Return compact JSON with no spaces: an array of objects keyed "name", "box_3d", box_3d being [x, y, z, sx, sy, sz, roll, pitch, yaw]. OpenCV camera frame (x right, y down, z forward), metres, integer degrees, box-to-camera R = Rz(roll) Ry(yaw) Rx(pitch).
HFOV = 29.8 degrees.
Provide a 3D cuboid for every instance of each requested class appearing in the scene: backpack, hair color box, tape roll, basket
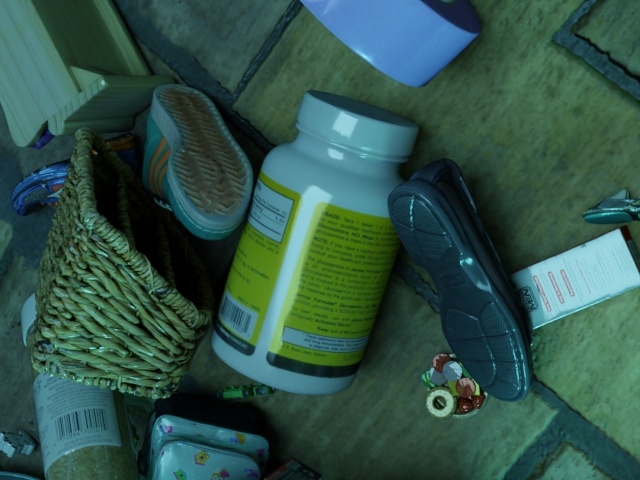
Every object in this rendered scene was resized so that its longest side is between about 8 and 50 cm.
[{"name":"backpack","box_3d":[-0.159,0.312,1.559,0.166,0.144,0.188,13,112,-12]},{"name":"hair color box","box_3d":[-0.064,0.375,1.555,0.053,0.093,0.167,28,105,16]},{"name":"hair color box","box_3d":[0.297,0.043,1.381,0.141,0.043,0.072,-25,84,24]},{"name":"tape roll","box_3d":[0.052,-0.300,1.338,0.090,0.275,0.275,-43,77,23]},{"name":"basket","box_3d":[-0.225,0.025,1.483,0.213,0.299,0.223,15,109,-17]}]

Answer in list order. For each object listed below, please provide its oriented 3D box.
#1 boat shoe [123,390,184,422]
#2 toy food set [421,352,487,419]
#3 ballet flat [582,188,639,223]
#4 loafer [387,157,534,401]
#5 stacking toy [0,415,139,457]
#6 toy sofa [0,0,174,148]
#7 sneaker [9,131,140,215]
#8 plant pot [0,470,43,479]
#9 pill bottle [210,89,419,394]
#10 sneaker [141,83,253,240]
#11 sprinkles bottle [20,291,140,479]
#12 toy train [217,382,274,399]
[{"name":"boat shoe","box_3d":[-0.226,0.228,1.648,0.135,0.050,0.045,11,103,34]},{"name":"toy food set","box_3d":[0.164,0.178,1.470,0.083,0.020,0.082,-5,92,26]},{"name":"ballet flat","box_3d":[0.354,-0.039,1.355,0.114,0.041,0.041,0,95,25]},{"name":"loafer","box_3d":[0.184,0.045,1.386,0.109,0.095,0.302,-6,119,47]},{"name":"stacking toy","box_3d":[-0.358,0.276,1.685,0.221,0.052,0.167,40,111,33]},{"name":"toy sofa","box_3d":[-0.369,-0.307,1.610,0.177,0.150,0.362,-34,80,29]},{"name":"sneaker","box_3d":[-0.339,-0.072,1.657,0.221,0.083,0.087,-21,94,29]},{"name":"plant pot","box_3d":[-0.466,0.500,1.679,0.293,0.293,0.196,25,131,21]},{"name":"pill bottle","box_3d":[0.000,0.000,1.440,0.188,0.188,0.334,24,104,22]},{"name":"sneaker","box_3d":[-0.159,-0.074,1.501,0.302,0.108,0.121,-113,34,-52]},{"name":"sprinkles bottle","box_3d":[-0.310,0.221,1.558,0.121,0.121,0.355,-40,47,23]},{"name":"toy train","box_3d":[-0.100,0.202,1.596,0.083,0.024,0.017,-10,90,25]}]
